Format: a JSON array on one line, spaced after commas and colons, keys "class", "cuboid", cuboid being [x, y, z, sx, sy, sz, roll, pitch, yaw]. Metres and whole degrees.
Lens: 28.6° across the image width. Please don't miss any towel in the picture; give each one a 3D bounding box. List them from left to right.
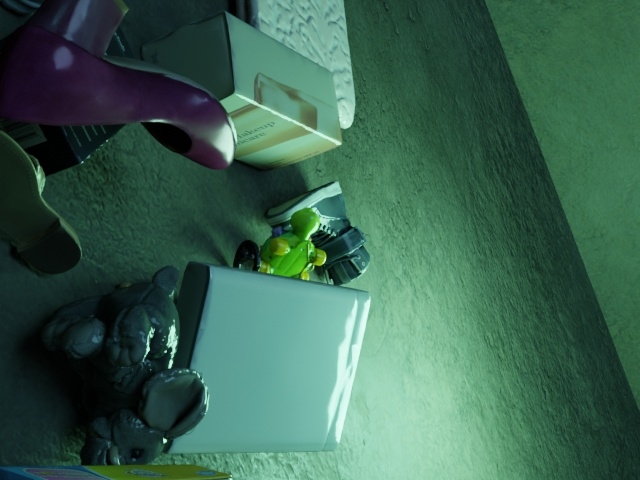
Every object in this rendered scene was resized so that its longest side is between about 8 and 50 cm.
[{"class": "towel", "cuboid": [-0.048, -0.385, 2.135, 0.332, 0.053, 0.317, 28, 51, -55]}]

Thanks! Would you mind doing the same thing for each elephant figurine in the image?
[{"class": "elephant figurine", "cuboid": [-0.218, 0.183, 1.434, 0.169, 0.186, 0.239, -120, -166, -72]}]

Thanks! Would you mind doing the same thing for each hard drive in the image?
[{"class": "hard drive", "cuboid": [-0.069, 0.161, 1.642, 0.353, 0.047, 0.233, 12, 91, -53]}]

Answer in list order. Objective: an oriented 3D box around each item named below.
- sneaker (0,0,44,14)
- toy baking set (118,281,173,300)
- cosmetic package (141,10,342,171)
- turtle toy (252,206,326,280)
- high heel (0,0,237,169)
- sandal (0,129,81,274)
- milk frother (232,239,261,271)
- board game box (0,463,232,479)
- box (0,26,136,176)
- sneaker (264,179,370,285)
[{"class": "sneaker", "cuboid": [-0.384, -0.368, 1.430, 0.281, 0.115, 0.105, 31, 50, -53]}, {"class": "toy baking set", "cuboid": [-0.186, 0.162, 1.607, 0.197, 0.030, 0.256, -31, 104, -62]}, {"class": "cosmetic package", "cuboid": [-0.107, -0.208, 1.824, 0.296, 0.153, 0.129, 18, 59, -57]}, {"class": "turtle toy", "cuboid": [-0.043, 0.008, 1.869, 0.095, 0.130, 0.066, 16, 38, -33]}, {"class": "high heel", "cuboid": [-0.229, -0.133, 1.420, 0.181, 0.127, 0.377, -62, 143, -14]}, {"class": "sandal", "cuboid": [-0.343, -0.061, 1.389, 0.079, 0.088, 0.240, 65, 1, 42]}, {"class": "milk frother", "cuboid": [-0.050, 0.074, 1.803, 0.134, 0.129, 0.143, 16, 68, -54]}, {"class": "board game box", "cuboid": [-0.226, 0.356, 1.299, 0.316, 0.064, 0.242, 17, 84, -58]}, {"class": "box", "cuboid": [-0.309, -0.182, 1.479, 0.153, 0.108, 0.207, 65, 28, -18]}, {"class": "sneaker", "cuboid": [0.002, -0.001, 1.984, 0.226, 0.086, 0.163, -25, 95, -64]}]
